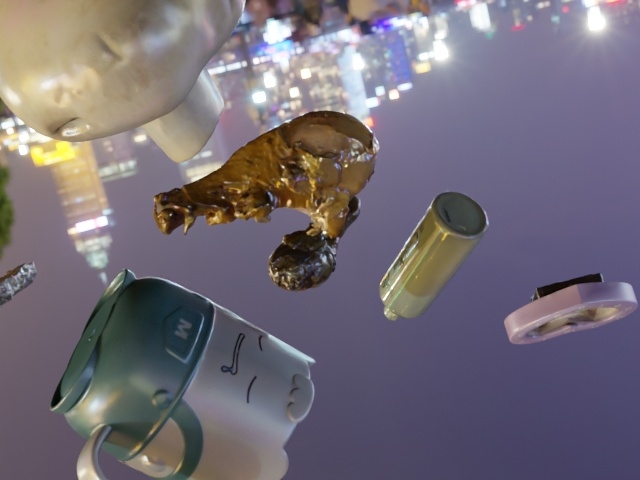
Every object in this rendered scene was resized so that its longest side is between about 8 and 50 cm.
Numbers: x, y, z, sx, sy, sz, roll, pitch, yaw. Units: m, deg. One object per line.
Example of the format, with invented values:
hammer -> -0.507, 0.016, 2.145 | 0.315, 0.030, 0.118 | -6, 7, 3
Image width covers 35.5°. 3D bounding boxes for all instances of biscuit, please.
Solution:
biscuit -> -0.435, 0.091, 1.212 | 0.133, 0.032, 0.250 | -27, -169, 9

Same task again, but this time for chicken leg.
chicken leg -> 0.000, 0.002, 1.457 | 0.085, 0.069, 0.198 | 31, -123, 14
chicken leg -> -0.045, -0.045, 0.887 | 0.208, 0.101, 0.085 | -21, -154, -7

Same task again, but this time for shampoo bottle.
shampoo bottle -> 0.151, 0.039, 1.456 | 0.085, 0.085, 0.262 | -21, 155, -34

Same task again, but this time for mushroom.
mushroom -> -0.246, -0.280, 1.315 | 0.325, 0.353, 0.353 | -46, 171, 34

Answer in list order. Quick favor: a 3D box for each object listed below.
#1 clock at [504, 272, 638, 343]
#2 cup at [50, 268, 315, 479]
clock -> 0.372, 0.093, 1.495 | 0.198, 0.064, 0.172 | -15, 158, 2
cup -> -0.173, 0.200, 1.177 | 0.219, 0.258, 0.289 | -41, -156, 44
